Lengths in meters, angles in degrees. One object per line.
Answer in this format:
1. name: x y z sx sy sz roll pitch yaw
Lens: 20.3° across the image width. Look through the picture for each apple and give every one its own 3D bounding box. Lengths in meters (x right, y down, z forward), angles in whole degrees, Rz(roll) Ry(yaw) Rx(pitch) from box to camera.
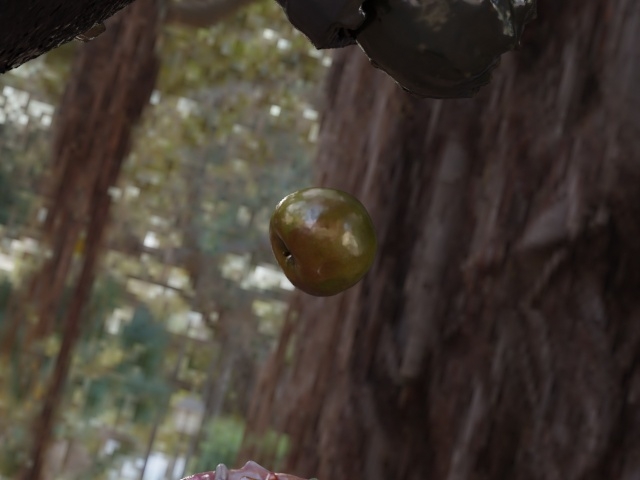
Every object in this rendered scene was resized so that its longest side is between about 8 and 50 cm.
1. apple: 0.000 0.000 1.423 0.074 0.089 0.089 -32 21 -33

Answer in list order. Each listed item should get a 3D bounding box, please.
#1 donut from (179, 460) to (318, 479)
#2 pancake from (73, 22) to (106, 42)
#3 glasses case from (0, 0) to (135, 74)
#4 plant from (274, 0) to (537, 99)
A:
1. donut: -0.030 0.226 0.954 0.233 0.199 0.085 47 -5 15
2. pancake: -0.251 -0.216 1.407 0.199 0.021 0.199 30 -14 8
3. glasses case: -0.066 -0.106 0.429 0.082 0.122 0.321 34 22 3
4. plant: 0.031 -0.204 1.187 0.256 0.142 0.164 39 17 1
